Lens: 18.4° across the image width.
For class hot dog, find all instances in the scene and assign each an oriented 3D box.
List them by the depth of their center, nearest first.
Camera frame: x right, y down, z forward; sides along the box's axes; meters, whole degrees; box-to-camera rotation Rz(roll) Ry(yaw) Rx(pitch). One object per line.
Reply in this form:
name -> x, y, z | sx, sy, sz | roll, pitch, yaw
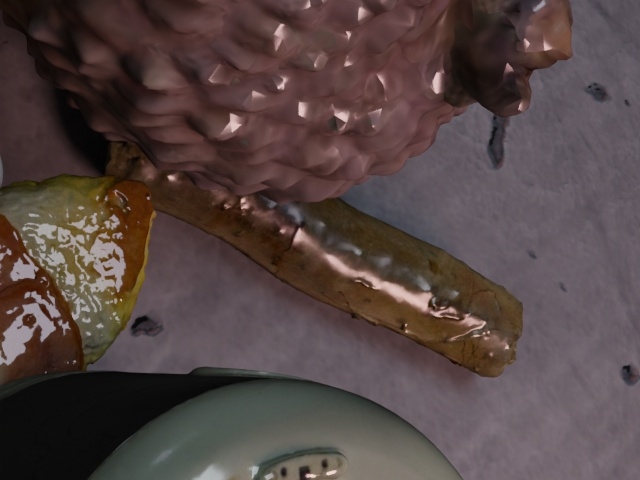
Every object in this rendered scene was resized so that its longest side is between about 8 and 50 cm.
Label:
hot dog -> -0.199, 0.047, 1.067 | 0.261, 0.093, 0.123 | -22, 75, -26

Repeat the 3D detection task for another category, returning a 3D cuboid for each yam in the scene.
yam -> 0.000, 0.000, 1.265 | 0.317, 0.067, 0.071 | 27, 30, -23

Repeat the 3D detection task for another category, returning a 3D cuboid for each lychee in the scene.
lychee -> -0.026, -0.220, 1.095 | 0.432, 0.380, 0.380 | 42, 43, 22

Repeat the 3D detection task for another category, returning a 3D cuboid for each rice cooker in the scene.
rice cooker -> -0.074, 0.199, 0.960 | 0.288, 0.277, 0.288 | 2, 86, -35

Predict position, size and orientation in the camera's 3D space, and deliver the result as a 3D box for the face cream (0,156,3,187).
face cream -> -0.284, -0.038, 1.004 | 0.252, 0.101, 0.101 | -5, 71, -27
